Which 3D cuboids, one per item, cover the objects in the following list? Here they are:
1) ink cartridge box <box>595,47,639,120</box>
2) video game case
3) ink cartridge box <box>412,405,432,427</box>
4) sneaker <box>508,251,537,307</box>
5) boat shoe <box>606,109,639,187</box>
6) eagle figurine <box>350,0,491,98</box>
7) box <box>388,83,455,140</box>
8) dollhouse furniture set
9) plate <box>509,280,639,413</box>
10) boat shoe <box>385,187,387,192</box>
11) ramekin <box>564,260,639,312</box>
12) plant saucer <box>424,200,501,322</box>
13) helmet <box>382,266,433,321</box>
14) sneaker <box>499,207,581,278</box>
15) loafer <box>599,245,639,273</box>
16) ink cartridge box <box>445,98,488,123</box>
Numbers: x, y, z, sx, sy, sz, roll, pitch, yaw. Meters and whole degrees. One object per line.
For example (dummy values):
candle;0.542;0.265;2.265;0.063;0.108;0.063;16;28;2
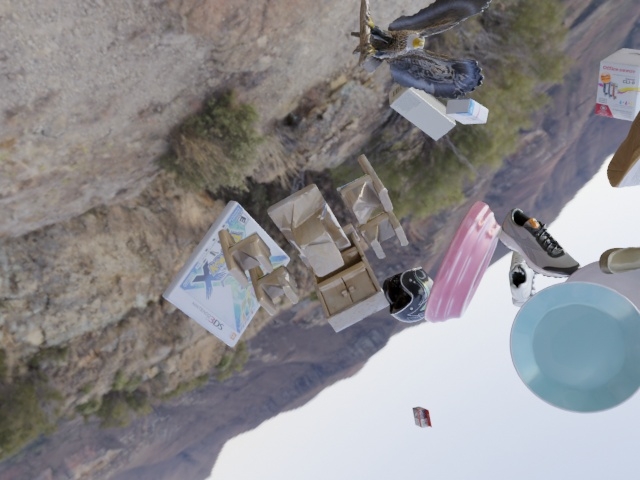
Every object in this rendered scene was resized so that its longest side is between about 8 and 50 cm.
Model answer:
ink cartridge box;0.946;-0.483;1.671;0.127;0.176;0.128;-30;-143;-25
video game case;-0.256;0.102;1.572;0.036;0.300;0.329;14;-115;42
ink cartridge box;0.348;0.607;1.860;0.029;0.063;0.115;-8;170;-8
sneaker;0.791;0.117;2.130;0.110;0.118;0.292;-15;-140;32
boat shoe;0.739;-0.222;1.191;0.096;0.098;0.277;3;147;-2
eagle figurine;0.233;-0.471;1.298;0.298;0.225;0.226;-1;142;-12
box;0.410;-0.530;2.186;0.113;0.275;0.094;-37;-144;36
dollhouse furniture set;0.000;0.000;1.311;0.362;0.256;0.394;-28;137;4
plate;0.371;0.152;0.781;0.188;0.188;0.024;-38;166;11
boat shoe;0.161;-0.161;1.879;0.142;0.040;0.049;-13;129;-17
ramekin;0.699;0.183;1.266;0.127;0.273;0.273;16;133;-46
plant saucer;0.369;0.067;1.371;0.332;0.084;0.332;-52;157;-34
helmet;0.292;0.179;1.749;0.169;0.161;0.169;-19;172;-3
sneaker;0.604;0.008;1.503;0.100;0.271;0.108;-18;132;-24
loafer;0.659;0.037;1.150;0.148;0.056;0.050;-13;178;-16
ink cartridge box;0.494;-0.433;1.825;0.122;0.052;0.088;8;-179;-45
